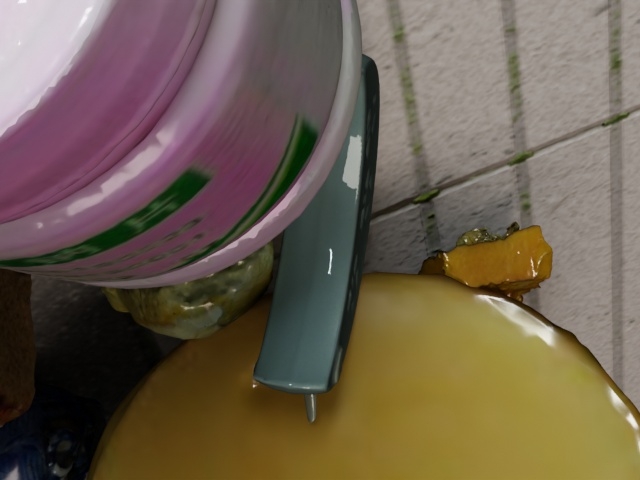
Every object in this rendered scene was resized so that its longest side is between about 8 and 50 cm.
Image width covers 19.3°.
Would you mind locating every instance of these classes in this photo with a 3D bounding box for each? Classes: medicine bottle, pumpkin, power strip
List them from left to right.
[{"bbox_3d":[-0.113,-0.093,0.691,0.212,0.212,0.325,-30,170,7],"label":"medicine bottle"},{"bbox_3d":[0.000,0.000,1.038,0.044,0.216,0.137,7,-172,7],"label":"power strip"},{"bbox_3d":[0.106,0.018,1.245,0.074,0.054,0.083,-11,167,-15],"label":"pumpkin"}]

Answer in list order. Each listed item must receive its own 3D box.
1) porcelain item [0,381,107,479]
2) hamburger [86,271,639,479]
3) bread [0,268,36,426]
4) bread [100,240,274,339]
[{"bbox_3d":[-0.263,0.160,1.128,0.288,0.138,0.186,15,120,-47],"label":"porcelain item"},{"bbox_3d":[0.020,0.223,1.179,0.395,0.396,0.277,-19,160,-10],"label":"hamburger"},{"bbox_3d":[-0.295,-0.013,0.847,0.165,0.113,0.416,-14,152,17],"label":"bread"},{"bbox_3d":[-0.072,0.006,1.056,0.103,0.110,0.156,-23,149,-13],"label":"bread"}]
